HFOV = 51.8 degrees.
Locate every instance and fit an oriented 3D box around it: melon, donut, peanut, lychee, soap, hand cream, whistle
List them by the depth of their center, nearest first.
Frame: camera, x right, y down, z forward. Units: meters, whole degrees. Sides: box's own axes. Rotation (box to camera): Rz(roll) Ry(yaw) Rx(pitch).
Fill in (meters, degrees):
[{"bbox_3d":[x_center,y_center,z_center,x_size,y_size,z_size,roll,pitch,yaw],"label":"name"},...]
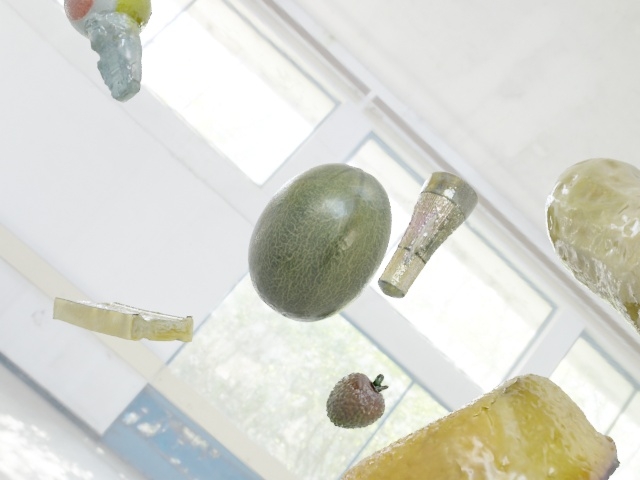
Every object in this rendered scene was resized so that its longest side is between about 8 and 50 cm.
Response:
[{"bbox_3d":[0.316,0.011,0.601,0.147,0.148,0.318,49,11,-30],"label":"peanut"},{"bbox_3d":[0.143,0.230,0.667,0.110,0.303,0.303,62,-7,18],"label":"donut"},{"bbox_3d":[-0.278,0.107,0.909,0.092,0.037,0.252,11,-7,-42],"label":"soap"},{"bbox_3d":[-0.293,-0.296,0.910,0.123,0.123,0.223,84,-8,-71],"label":"whistle"},{"bbox_3d":[0.145,-0.004,0.951,0.084,0.203,0.084,32,-18,12],"label":"hand cream"},{"bbox_3d":[0.000,0.000,1.200,0.238,0.301,0.237,30,13,-8],"label":"melon"},{"bbox_3d":[0.078,0.329,1.359,0.114,0.147,0.114,54,7,-10],"label":"lychee"}]
